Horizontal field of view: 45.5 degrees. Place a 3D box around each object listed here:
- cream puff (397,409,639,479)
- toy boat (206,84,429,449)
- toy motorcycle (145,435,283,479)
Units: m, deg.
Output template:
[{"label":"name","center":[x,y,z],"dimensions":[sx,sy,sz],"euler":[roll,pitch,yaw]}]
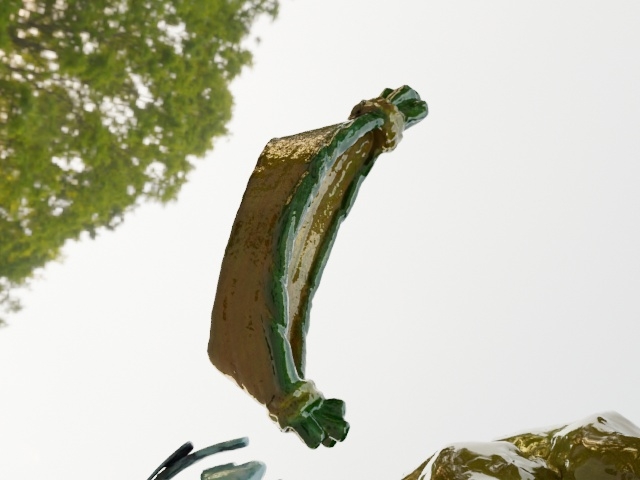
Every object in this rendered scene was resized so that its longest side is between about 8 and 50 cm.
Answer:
[{"label":"cream puff","center":[0.187,0.276,0.497],"dimensions":[0.378,0.378,0.275],"euler":[52,-17,31]},{"label":"toy boat","center":[0.000,0.000,0.432],"dimensions":[0.088,0.089,0.230],"euler":[11,-115,9]},{"label":"toy motorcycle","center":[-0.134,0.355,0.886],"dimensions":[0.206,0.154,0.260],"euler":[40,-104,13]}]
